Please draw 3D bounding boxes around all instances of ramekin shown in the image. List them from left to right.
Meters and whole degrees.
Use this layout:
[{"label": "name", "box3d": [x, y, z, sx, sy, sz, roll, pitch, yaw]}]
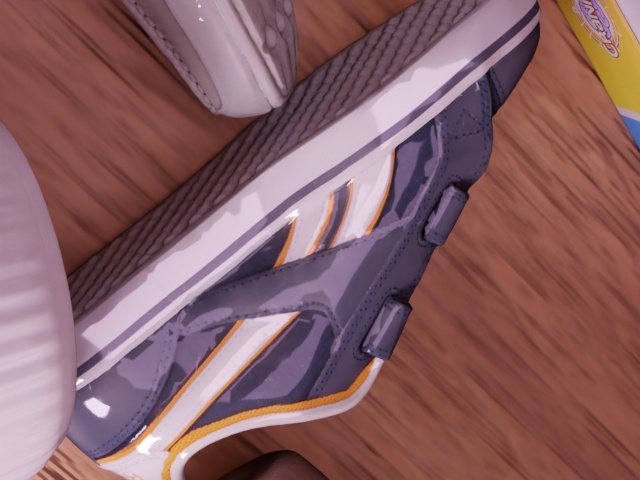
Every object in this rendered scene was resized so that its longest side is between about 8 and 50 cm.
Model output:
[{"label": "ramekin", "box3d": [-0.189, 0.029, 0.753, 0.109, 0.207, 0.207, -12, 103, -28]}]

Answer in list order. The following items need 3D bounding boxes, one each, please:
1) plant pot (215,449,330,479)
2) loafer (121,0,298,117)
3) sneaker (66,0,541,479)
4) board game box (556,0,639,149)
[{"label": "plant pot", "box3d": [-0.013, 0.238, 0.845, 0.263, 0.263, 0.229, -34, 92, -13]}, {"label": "loafer", "box3d": [-0.115, -0.191, 0.804, 0.111, 0.112, 0.319, -22, 111, 21]}, {"label": "sneaker", "box3d": [0.000, 0.000, 0.861, 0.321, 0.126, 0.127, -39, 107, -1]}, {"label": "board game box", "box3d": [0.254, -0.168, 0.960, 0.242, 0.064, 0.317, -37, 110, -12]}]
